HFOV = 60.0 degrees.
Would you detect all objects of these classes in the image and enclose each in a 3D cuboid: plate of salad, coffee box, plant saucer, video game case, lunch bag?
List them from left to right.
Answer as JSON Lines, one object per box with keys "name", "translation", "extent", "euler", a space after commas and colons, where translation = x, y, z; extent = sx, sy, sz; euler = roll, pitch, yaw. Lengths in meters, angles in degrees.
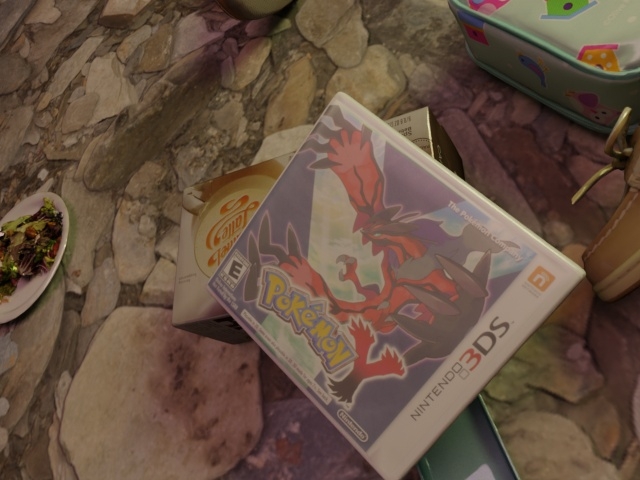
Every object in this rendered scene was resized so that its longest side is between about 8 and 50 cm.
{"name": "plate of salad", "translation": [-0.429, 0.017, 0.772], "extent": [0.200, 0.048, 0.199], "euler": [-14, 60, 26]}
{"name": "coffee box", "translation": [0.000, 0.000, 0.485], "extent": [0.247, 0.098, 0.141], "euler": [-13, 64, 26]}
{"name": "video game case", "translation": [0.033, 0.028, 0.379], "extent": [0.201, 0.023, 0.183], "euler": [42, 106, 22]}
{"name": "plant saucer", "translation": [0.110, 0.179, 0.385], "extent": [0.067, 0.018, 0.192], "euler": [-31, 56, 16]}
{"name": "lunch bag", "translation": [0.254, -0.237, 0.441], "extent": [0.279, 0.108, 0.224], "euler": [-47, 51, 4]}

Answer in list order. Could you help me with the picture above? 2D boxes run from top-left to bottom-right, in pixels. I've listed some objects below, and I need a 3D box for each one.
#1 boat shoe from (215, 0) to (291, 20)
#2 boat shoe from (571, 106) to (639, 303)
{"name": "boat shoe", "translation": [-0.074, -0.412, 0.729], "extent": [0.116, 0.123, 0.324], "euler": [-3, 59, 38]}
{"name": "boat shoe", "translation": [0.245, -0.088, 0.337], "extent": [0.089, 0.105, 0.285], "euler": [40, 112, 24]}
